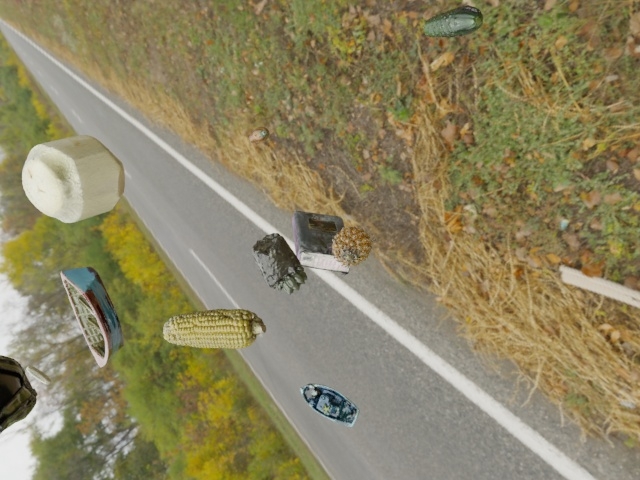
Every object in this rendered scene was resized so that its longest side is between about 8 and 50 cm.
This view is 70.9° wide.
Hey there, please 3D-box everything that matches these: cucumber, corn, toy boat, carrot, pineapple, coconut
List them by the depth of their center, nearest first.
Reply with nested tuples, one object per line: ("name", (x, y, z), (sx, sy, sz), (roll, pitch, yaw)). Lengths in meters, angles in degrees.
("toy boat", (0.018, 0.342, 0.946), (0.137, 0.060, 0.061), (23, 176, 29))
("cucumber", (0.311, -0.522, 1.085), (0.069, 0.069, 0.227), (70, 170, -25))
("carrot", (-0.153, -0.252, 1.089), (0.035, 0.035, 0.142), (65, 161, -14))
("toy boat", (-0.561, 0.205, 1.133), (0.136, 0.079, 0.392), (35, 141, 17))
("coconut", (-0.692, -0.185, 1.302), (0.237, 0.266, 0.237), (8, 110, 23))
("corn", (-0.341, 0.284, 1.443), (0.130, 0.346, 0.130), (-5, -90, -76))
("pineapple", (0.121, 0.043, 1.751), (0.161, 0.176, 0.137), (48, -154, -18))

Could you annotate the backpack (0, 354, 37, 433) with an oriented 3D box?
("backpack", (-0.782, 0.359, 1.051), (0.207, 0.140, 0.253), (63, 178, 7))

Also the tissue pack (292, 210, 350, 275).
("tissue pack", (0.000, 0.000, 2.137), (0.361, 0.259, 0.122), (-99, 23, -54))

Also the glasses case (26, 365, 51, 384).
("glasses case", (-0.871, 0.417, 1.393), (0.083, 0.021, 0.032), (40, 163, -8))

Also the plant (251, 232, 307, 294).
("plant", (-0.133, 0.082, 1.442), (0.194, 0.132, 0.129), (63, 173, -26))
